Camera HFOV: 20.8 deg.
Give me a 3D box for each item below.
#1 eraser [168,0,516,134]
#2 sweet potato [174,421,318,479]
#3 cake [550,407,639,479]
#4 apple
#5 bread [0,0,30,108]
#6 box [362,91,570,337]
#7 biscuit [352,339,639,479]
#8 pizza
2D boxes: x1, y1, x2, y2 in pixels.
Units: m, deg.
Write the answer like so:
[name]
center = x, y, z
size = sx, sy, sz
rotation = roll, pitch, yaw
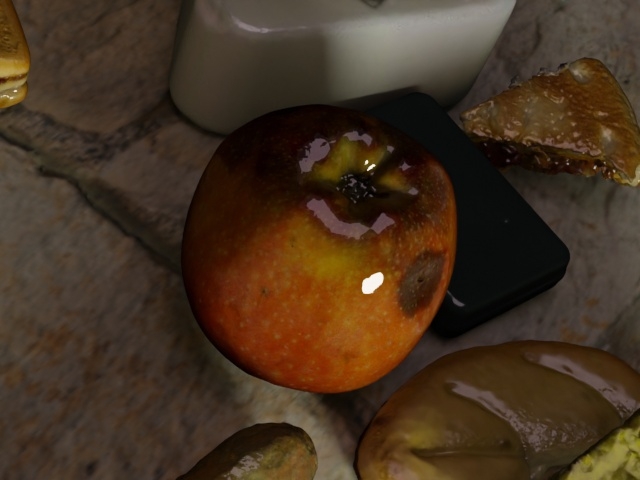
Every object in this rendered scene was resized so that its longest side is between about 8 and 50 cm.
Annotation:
[eraser]
center = 0.025, -0.234, 1.660
size = 0.331, 0.150, 0.331
rotation = 14, 47, -15
[sweet potato]
center = -0.103, 0.209, 1.264
size = 0.273, 0.075, 0.075
rotation = -29, 66, -35
[cake]
center = 0.271, 0.228, 1.324
size = 0.260, 0.156, 0.179
rotation = -36, 68, -17
[apple]
center = 0.000, 0.000, 1.394
size = 0.230, 0.230, 0.230
rotation = 12, 47, -13
[bread]
center = -0.328, -0.200, 1.523
size = 0.116, 0.077, 0.200
rotation = -6, 51, -26
[box]
center = 0.103, -0.028, 1.572
size = 0.160, 0.050, 0.230
rotation = -24, 63, -34
[biscuit]
center = 0.152, 0.151, 1.443
size = 0.299, 0.045, 0.154
rotation = -26, 63, -39
[pizza]
center = 0.214, -0.099, 1.681
size = 0.194, 0.069, 0.154
rotation = -6, 57, -13
